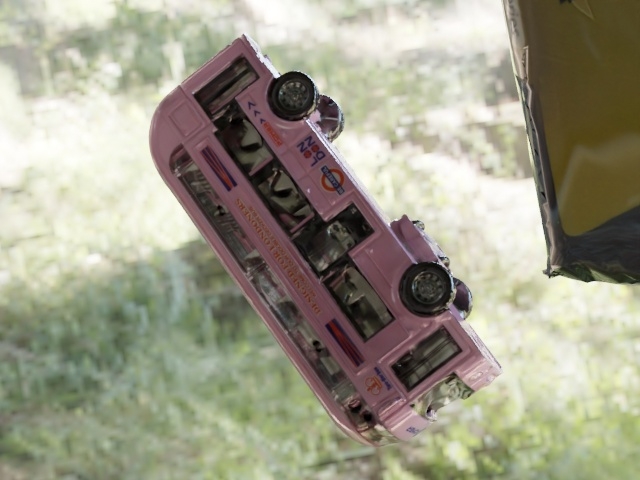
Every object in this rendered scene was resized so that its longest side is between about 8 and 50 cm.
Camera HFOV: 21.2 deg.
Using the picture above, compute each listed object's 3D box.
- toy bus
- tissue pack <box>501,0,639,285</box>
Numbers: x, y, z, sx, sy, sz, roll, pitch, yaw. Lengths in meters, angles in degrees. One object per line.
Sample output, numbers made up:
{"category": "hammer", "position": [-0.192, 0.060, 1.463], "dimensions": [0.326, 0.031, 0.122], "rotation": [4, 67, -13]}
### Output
{"category": "toy bus", "position": [0.000, 0.000, 0.804], "dimensions": [0.203, 0.090, 0.063], "rotation": [53, 6, 17]}
{"category": "tissue pack", "position": [0.257, -0.194, 1.060], "dimensions": [0.253, 0.264, 0.416], "rotation": [-41, 126, -50]}
